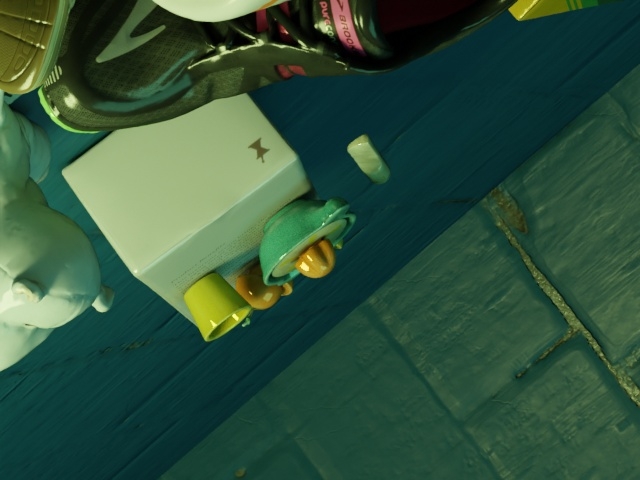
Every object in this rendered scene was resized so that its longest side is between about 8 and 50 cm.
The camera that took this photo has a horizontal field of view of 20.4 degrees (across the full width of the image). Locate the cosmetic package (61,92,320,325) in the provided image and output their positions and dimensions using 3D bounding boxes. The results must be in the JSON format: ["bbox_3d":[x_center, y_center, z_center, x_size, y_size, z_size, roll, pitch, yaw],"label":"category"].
[{"bbox_3d":[-0.135,-0.043,2.192,0.230,0.161,0.453,-37,168,-2],"label":"cosmetic package"}]

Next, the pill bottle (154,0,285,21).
[{"bbox_3d":[0.029,-0.321,1.372,0.392,0.224,0.224,-25,163,-40],"label":"pill bottle"}]

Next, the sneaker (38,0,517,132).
[{"bbox_3d":[-0.024,-0.221,1.563,0.482,0.185,0.202,-20,-167,-6],"label":"sneaker"}]

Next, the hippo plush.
[{"bbox_3d":[-0.291,-0.012,1.697,0.294,0.236,0.234,-41,167,19],"label":"hippo plush"}]

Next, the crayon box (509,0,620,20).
[{"bbox_3d":[0.234,-0.354,1.983,0.083,0.203,0.323,-45,165,32],"label":"crayon box"}]

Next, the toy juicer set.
[{"bbox_3d":[0.000,0.000,2.137,0.329,0.089,0.209,-43,166,22],"label":"toy juicer set"}]

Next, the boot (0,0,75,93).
[{"bbox_3d":[-0.191,-0.224,1.410,0.165,0.077,0.213,-19,122,-63],"label":"boot"}]
